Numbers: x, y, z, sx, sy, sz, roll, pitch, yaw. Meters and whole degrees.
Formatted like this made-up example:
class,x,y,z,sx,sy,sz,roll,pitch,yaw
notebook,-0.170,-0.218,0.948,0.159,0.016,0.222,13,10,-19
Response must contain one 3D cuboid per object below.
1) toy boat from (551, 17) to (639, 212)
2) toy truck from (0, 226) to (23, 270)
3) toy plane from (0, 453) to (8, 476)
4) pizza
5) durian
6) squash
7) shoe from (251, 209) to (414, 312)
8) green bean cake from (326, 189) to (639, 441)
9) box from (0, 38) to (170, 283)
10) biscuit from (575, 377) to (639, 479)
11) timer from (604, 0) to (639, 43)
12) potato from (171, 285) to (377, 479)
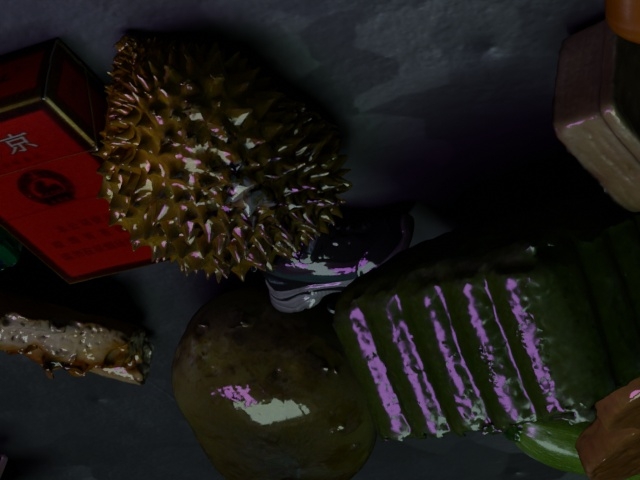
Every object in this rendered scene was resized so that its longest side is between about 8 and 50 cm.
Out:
class,x,y,z,sx,sy,sz,roll,pitch,yaw
toy boat,0.250,-0.085,1.143,0.061,0.116,0.188,-17,139,37
toy truck,-0.325,-0.029,1.352,0.079,0.065,0.147,-3,147,24
toy plane,-0.437,0.355,1.924,0.223,0.104,0.326,28,154,14
pizza,-0.305,0.083,1.462,0.365,0.074,0.182,22,175,-43
durian,-0.073,-0.046,1.211,0.138,0.183,0.249,33,179,45
squash,0.347,0.215,1.603,0.378,0.101,0.101,9,147,-13
shoe,0.000,0.000,1.355,0.169,0.071,0.099,-23,126,29
green bean cake,0.170,0.056,1.245,0.247,0.156,0.250,-16,-173,45
box,-0.222,-0.060,1.286,0.153,0.074,0.240,-9,143,28
biscuit,0.399,0.127,1.413,0.351,0.057,0.312,-24,150,10
timer,0.234,-0.221,0.956,0.132,0.132,0.152,-8,122,20
potato,-0.039,0.162,1.510,0.210,0.173,0.307,1,149,3
